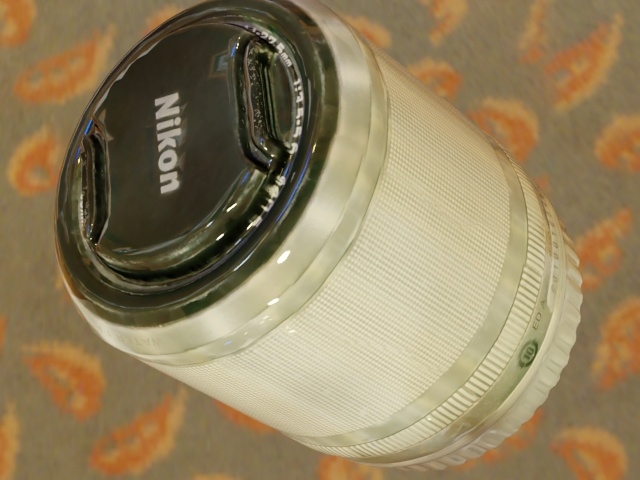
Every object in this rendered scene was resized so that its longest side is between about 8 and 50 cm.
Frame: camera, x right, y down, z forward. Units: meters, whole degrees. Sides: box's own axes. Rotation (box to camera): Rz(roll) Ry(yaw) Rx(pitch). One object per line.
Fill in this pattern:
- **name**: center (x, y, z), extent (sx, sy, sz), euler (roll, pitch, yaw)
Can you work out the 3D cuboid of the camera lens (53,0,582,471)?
- **camera lens**: center (0.000, 0.000, 1.109), extent (0.219, 0.219, 0.274), euler (-45, 136, 12)
